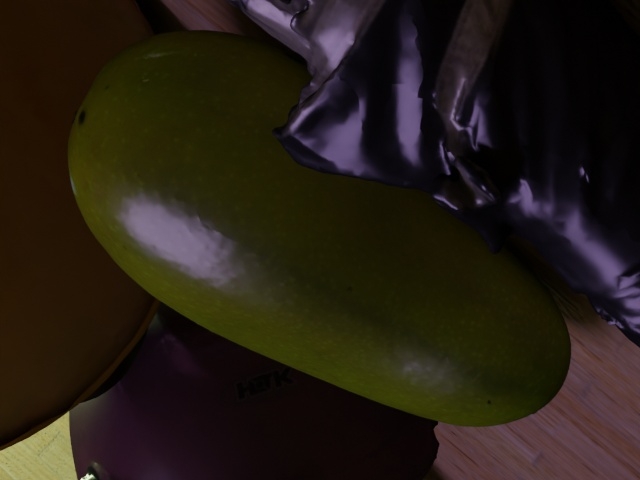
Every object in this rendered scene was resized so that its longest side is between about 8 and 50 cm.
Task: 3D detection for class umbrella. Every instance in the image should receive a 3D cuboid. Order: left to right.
[{"bbox_3d":[0.093,-0.016,0.537,0.358,0.113,0.106,43,145,-4],"label":"umbrella"}]

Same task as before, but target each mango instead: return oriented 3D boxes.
[{"bbox_3d":[0.000,0.000,0.828,0.293,0.143,0.175,33,162,-4],"label":"mango"}]

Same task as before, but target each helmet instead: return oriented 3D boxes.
[{"bbox_3d":[-0.063,0.112,1.171,0.338,0.271,0.197,164,91,-77],"label":"helmet"}]

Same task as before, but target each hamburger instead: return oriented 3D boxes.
[{"bbox_3d":[-0.274,-0.044,1.021,0.396,0.396,0.277,45,167,-12],"label":"hamburger"}]
